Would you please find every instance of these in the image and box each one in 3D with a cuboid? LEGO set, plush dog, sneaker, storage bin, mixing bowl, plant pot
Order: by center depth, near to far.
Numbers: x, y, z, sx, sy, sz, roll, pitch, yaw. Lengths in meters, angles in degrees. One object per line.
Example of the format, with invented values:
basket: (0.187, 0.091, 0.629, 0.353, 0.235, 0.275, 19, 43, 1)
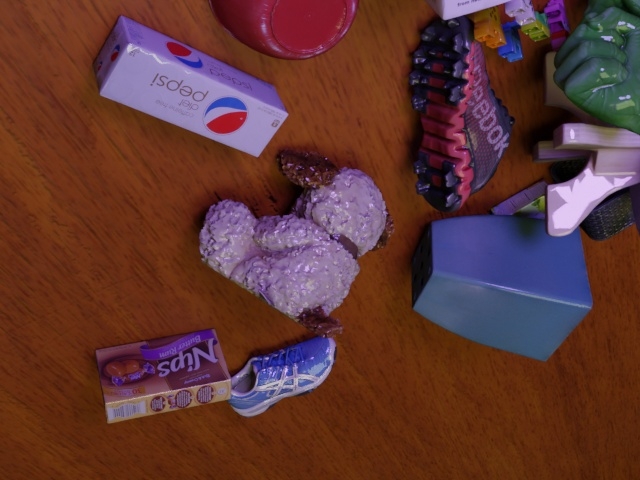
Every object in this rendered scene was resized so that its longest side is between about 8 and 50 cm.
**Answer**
mixing bowl: (-0.026, -0.269, 0.899, 0.182, 0.098, 0.181, -14, 135, -14)
LEGO set: (0.237, -0.290, 1.009, 0.087, 0.093, 0.227, -11, 173, 30)
sneaker: (0.194, -0.177, 1.091, 0.135, 0.098, 0.276, -26, 127, -28)
plush dog: (0.000, 0.000, 1.120, 0.262, 0.211, 0.225, 39, 81, -45)
storage bin: (0.469, -0.099, 1.268, 0.180, 0.122, 0.084, -32, 136, 5)
plant pot: (0.268, 0.061, 1.275, 0.234, 0.165, 0.165, 11, 140, -7)
sneaker: (-0.068, 0.220, 1.347, 0.211, 0.080, 0.081, -33, 139, 5)

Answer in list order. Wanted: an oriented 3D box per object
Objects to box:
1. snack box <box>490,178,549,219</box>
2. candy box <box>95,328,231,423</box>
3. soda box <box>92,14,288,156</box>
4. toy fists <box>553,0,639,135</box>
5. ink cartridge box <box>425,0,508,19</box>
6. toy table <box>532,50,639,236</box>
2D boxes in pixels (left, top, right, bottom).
snack box: (0.347, -0.025, 1.342, 0.100, 0.037, 0.141, -29, 136, 6)
candy box: (-0.237, 0.203, 1.232, 0.187, 0.109, 0.053, -9, 133, -17)
soda box: (-0.148, -0.175, 0.950, 0.216, 0.069, 0.074, 19, 121, -36)
toy fists: (0.383, -0.253, 1.002, 0.279, 0.142, 0.096, -56, 167, -29)
ink cartridge box: (0.122, -0.391, 0.778, 0.117, 0.201, 0.278, -19, 135, -8)
toy table: (0.389, -0.129, 1.117, 0.161, 0.274, 0.252, -2, 169, 6)
